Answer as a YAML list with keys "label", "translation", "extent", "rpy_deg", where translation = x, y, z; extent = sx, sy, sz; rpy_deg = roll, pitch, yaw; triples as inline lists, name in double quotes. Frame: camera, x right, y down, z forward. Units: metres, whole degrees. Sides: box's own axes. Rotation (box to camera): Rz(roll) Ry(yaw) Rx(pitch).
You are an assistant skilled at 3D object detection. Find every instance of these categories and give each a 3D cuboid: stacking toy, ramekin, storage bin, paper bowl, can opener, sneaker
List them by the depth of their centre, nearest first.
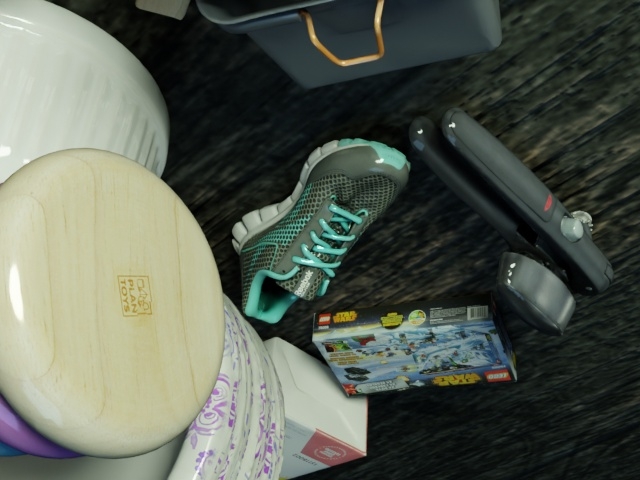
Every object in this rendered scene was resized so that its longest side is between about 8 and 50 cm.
- label: "storage bin"
  translation: [0.023, -0.118, 0.537]
  extent: [0.135, 0.098, 0.091]
  rpy_deg: [-10, 154, 20]
- label: "stacking toy"
  translation: [-0.212, 0.061, 0.599]
  extent: [0.330, 0.141, 0.141]
  rpy_deg: [-17, 141, 34]
- label: "ramekin"
  translation: [-0.194, -0.036, 0.659]
  extent: [0.207, 0.109, 0.207]
  rpy_deg: [2, 146, 2]
- label: "can opener"
  translation: [0.121, -0.017, 0.703]
  extent: [0.059, 0.073, 0.186]
  rpy_deg: [-12, 135, 36]
- label: "sneaker"
  translation: [0.000, 0.000, 0.721]
  extent: [0.065, 0.076, 0.166]
  rpy_deg: [20, 143, -24]
- label: "paper bowl"
  translation: [-0.157, 0.143, 0.763]
  extent: [0.284, 0.284, 0.148]
  rpy_deg: [-10, 145, 20]

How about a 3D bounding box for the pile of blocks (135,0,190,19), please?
- label: "pile of blocks"
  translation: [0.030, -0.198, 0.359]
  extent: [0.113, 0.149, 0.362]
  rpy_deg: [12, 145, -12]

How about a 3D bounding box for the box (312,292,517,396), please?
- label: "box"
  translation: [0.073, 0.081, 0.877]
  extent: [0.137, 0.027, 0.094]
  rpy_deg: [-7, 143, 17]

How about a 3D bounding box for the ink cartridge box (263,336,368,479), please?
- label: "ink cartridge box"
  translation: [-0.071, 0.157, 0.970]
  extent: [0.198, 0.067, 0.115]
  rpy_deg: [-25, 137, 36]
